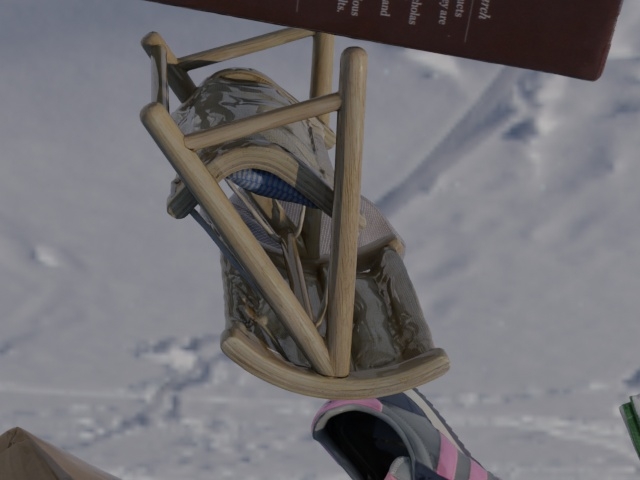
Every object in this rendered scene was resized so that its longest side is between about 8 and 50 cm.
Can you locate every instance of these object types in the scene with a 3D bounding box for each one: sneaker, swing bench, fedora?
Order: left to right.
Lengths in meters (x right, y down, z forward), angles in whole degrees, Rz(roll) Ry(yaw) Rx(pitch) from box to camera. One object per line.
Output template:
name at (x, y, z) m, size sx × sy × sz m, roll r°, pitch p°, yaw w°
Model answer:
swing bench at (-0.024, -0.033, 1.104) m, size 0.165 × 0.255 × 0.253 m, roll -16°, pitch -160°, yaw 0°
fedora at (0.000, 0.000, 1.645) m, size 0.275 × 0.124 × 0.243 m, roll 36°, pitch 173°, yaw -7°
sneaker at (0.115, 0.254, 1.362) m, size 0.319 × 0.112 × 0.131 m, roll 38°, pitch -157°, yaw 28°

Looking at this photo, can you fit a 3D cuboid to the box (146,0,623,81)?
box at (0.021, -0.244, 0.988) m, size 0.381 × 0.191 × 0.143 m, roll 11°, pitch 135°, yaw 2°

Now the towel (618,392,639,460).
towel at (0.475, 0.252, 1.517) m, size 0.324 × 0.248 × 0.038 m, roll -5°, pitch 155°, yaw -32°

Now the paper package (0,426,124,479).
paper package at (-0.320, 0.381, 1.551) m, size 0.309 × 0.168 × 0.325 m, roll -37°, pitch 146°, yaw 3°
